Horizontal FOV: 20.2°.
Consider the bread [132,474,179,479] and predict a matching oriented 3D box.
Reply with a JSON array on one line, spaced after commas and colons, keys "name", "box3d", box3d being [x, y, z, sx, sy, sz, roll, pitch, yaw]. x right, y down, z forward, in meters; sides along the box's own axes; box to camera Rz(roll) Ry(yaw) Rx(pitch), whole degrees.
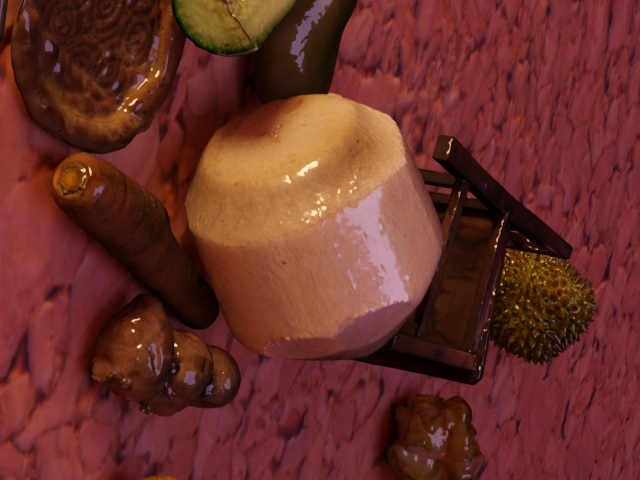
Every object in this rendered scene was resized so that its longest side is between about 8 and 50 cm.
[{"name": "bread", "box3d": [-0.173, 0.310, 1.767, 0.134, 0.085, 0.173, -53, 146, -30]}]

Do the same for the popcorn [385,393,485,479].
[{"name": "popcorn", "box3d": [0.146, 0.267, 2.303, 0.126, 0.126, 0.145, -64, 145, -77]}]

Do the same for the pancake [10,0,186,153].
[{"name": "pancake", "box3d": [-0.185, -0.199, 1.561, 0.250, 0.031, 0.250, -34, 131, -51]}]

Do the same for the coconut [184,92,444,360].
[{"name": "coconut", "box3d": [0.000, 0.000, 1.754, 0.237, 0.237, 0.266, -48, 132, -41]}]

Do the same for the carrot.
[{"name": "carrot", "box3d": [-0.159, 0.008, 1.676, 0.070, 0.070, 0.342, -67, 155, -16]}]

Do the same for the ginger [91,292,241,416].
[{"name": "ginger", "box3d": [-0.143, 0.121, 1.738, 0.204, 0.080, 0.104, 38, 64, -58]}]

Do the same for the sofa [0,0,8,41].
[{"name": "sofa", "box3d": [-0.267, -0.154, 1.377, 0.060, 0.085, 0.147, -6, 107, -57]}]

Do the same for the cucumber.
[{"name": "cucumber", "box3d": [-0.068, -0.257, 1.683, 0.115, 0.063, 0.244, 56, 33, -13]}]

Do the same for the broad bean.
[{"name": "broad bean", "box3d": [-0.015, -0.211, 1.812, 0.124, 0.082, 0.174, 5, 97, -64]}]

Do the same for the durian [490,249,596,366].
[{"name": "durian", "box3d": [0.282, 0.090, 2.427, 0.146, 0.159, 0.198, -50, 177, -23]}]

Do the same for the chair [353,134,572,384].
[{"name": "chair", "box3d": [0.115, 0.045, 2.056, 0.416, 0.203, 0.241, 35, 68, -59]}]
